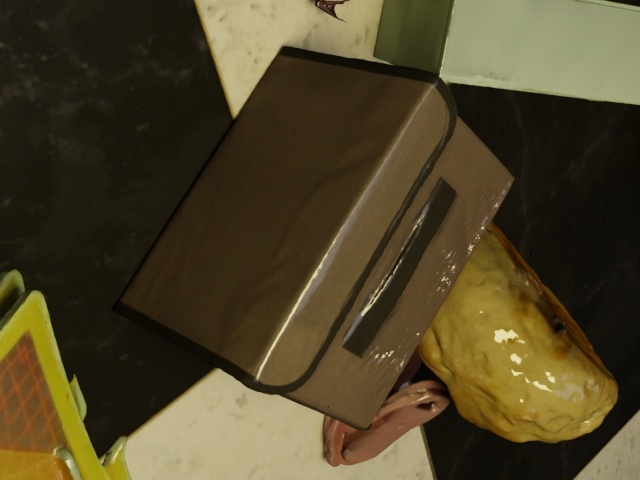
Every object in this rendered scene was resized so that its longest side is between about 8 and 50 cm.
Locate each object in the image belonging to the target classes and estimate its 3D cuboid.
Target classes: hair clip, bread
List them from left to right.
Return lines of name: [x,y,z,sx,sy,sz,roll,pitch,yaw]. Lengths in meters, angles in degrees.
hair clip: [0.052,0.149,1.055,0.123,0.102,0.138,18,127,-45]
bread: [0.168,0.093,1.011,0.134,0.244,0.244,-36,137,13]

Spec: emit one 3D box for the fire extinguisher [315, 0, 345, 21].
fire extinguisher: [0.010,-0.241,0.833,0.056,0.039,0.132,6,105,-22]

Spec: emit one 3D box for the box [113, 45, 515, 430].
box: [0.000,0.000,0.831,0.153,0.188,0.252,37,78,-44]

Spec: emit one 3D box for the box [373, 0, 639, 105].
box: [0.178,-0.175,0.907,0.225,0.129,0.086,4,106,-23]

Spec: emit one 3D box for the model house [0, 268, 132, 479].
model house: [-0.302,0.153,0.625,0.357,0.242,0.313,17,79,-45]
